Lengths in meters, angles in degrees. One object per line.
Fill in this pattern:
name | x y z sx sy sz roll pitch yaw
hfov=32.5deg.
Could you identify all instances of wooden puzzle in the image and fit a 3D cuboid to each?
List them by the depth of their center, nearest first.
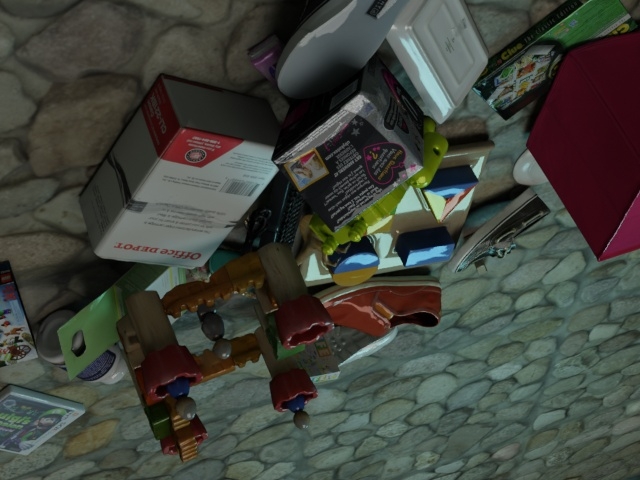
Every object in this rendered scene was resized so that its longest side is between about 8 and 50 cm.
wooden puzzle | 0.132 -0.027 1.942 0.322 0.081 0.348 -10 144 -20

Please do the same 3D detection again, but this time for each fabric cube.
fabric cube | 0.534 -0.164 1.805 0.254 0.258 0.259 -15 151 -17

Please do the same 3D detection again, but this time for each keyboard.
keyboard | -0.068 -0.031 1.764 0.201 0.033 0.317 -47 163 -37

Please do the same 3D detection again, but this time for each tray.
tray | 0.180 -0.287 1.592 0.145 0.030 0.270 -56 146 -9

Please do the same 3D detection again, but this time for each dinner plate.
dinner plate | 0.420 -0.144 2.013 0.141 0.017 0.141 -17 147 -12

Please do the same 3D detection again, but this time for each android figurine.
android figurine | 0.081 -0.082 1.651 0.056 0.273 0.248 47 136 -16

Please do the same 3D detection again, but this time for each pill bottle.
pill bottle | -0.408 0.192 1.906 0.094 0.094 0.169 -30 146 10

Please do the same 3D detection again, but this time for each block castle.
block castle | -0.148 0.211 1.786 0.303 0.213 0.453 -20 159 -12

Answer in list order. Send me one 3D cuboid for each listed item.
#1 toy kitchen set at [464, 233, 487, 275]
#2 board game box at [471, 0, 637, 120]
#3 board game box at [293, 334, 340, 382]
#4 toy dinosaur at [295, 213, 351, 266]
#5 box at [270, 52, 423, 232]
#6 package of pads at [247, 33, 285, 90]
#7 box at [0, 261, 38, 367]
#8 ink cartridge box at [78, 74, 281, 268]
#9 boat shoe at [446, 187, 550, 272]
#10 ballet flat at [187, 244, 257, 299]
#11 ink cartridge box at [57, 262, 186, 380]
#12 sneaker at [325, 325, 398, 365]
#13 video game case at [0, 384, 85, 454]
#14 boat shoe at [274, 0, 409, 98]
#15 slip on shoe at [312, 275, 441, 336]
toy kitchen set | 0.335 0.023 2.139 0.083 0.075 0.068 -22 148 6
board game box | 0.369 -0.301 1.752 0.259 0.030 0.136 -36 143 18
board game box | -0.038 0.202 2.091 0.103 0.154 0.026 -8 143 -23
toy dinosaur | 0.000 0.000 1.847 0.183 0.092 0.053 -62 172 30
box | 0.048 -0.148 1.544 0.163 0.247 0.142 -36 107 18
package of pads | -0.061 -0.252 1.554 0.050 0.032 0.083 -31 146 14
box | -0.558 0.135 1.780 0.159 0.044 0.233 -15 146 -13
ink cartridge box | -0.203 -0.092 1.616 0.197 0.114 0.273 9 134 -40
boat shoe | 0.333 -0.005 2.046 0.219 0.070 0.078 -41 169 -2
ballet flat | -0.135 0.058 1.916 0.077 0.091 0.241 -9 157 43
ink cartridge box | -0.320 0.129 1.813 0.235 0.056 0.171 -45 158 -30
sneaker | 0.050 0.219 2.239 0.235 0.090 0.095 -20 156 -3
video game case | -0.574 0.345 2.085 0.173 0.022 0.190 -37 144 19
boat shoe | 0.037 -0.325 1.448 0.113 0.105 0.306 15 125 -38
slip on shoe | 0.096 0.134 2.110 0.331 0.101 0.123 -3 159 -28
